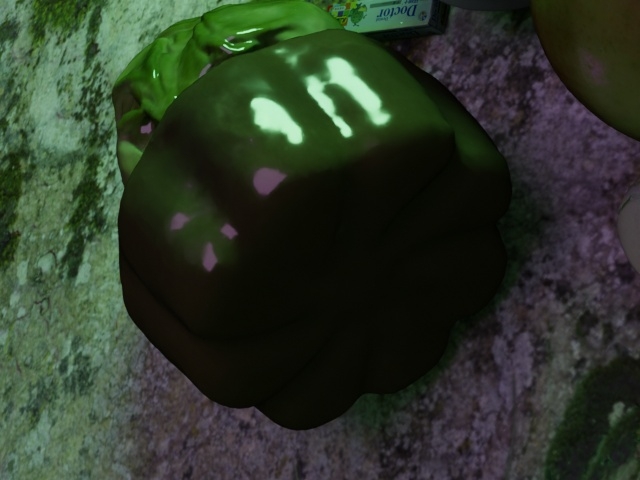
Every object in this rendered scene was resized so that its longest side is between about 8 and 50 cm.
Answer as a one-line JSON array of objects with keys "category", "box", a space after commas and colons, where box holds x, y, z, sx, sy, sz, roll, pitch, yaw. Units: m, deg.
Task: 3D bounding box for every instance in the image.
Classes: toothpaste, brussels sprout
[{"category": "toothpaste", "box": [0.074, -0.259, 1.462, 0.164, 0.034, 0.046, 1, 76, 42]}, {"category": "brussels sprout", "box": [-0.096, -0.133, 1.412, 0.328, 0.247, 0.328, -39, 32, 30]}]

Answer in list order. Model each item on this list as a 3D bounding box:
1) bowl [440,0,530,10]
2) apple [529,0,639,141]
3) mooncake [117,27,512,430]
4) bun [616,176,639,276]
[{"category": "bowl", "box": [0.175, -0.334, 1.281, 0.345, 0.346, 0.157, 40, 143, 44]}, {"category": "apple", "box": [0.330, -0.224, 1.029, 0.319, 0.319, 0.277, -49, 38, 14]}, {"category": "mooncake", "box": [0.000, 0.000, 1.188, 0.378, 0.378, 0.201, -54, 51, 10]}, {"category": "bun", "box": [0.333, -0.015, 1.081, 0.138, 0.138, 0.094, 12, 37, 44]}]
